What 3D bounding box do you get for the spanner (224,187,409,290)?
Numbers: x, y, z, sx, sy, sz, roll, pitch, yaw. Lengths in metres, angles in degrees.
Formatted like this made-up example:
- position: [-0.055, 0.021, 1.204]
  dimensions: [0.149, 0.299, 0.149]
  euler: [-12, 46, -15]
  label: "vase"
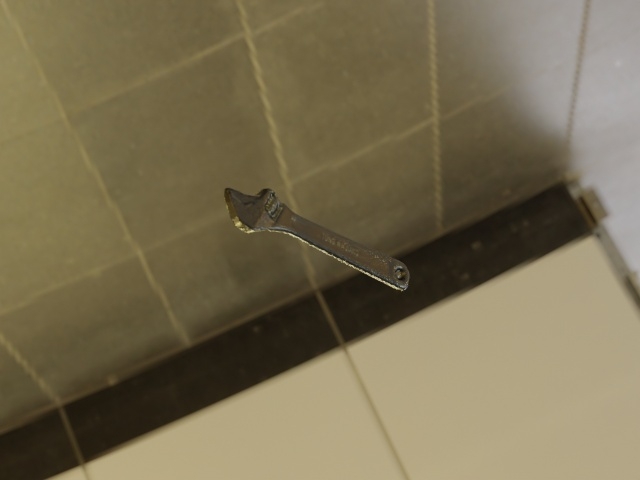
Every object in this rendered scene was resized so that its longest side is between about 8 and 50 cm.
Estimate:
- position: [0.000, 0.000, 1.227]
  dimensions: [0.208, 0.046, 0.012]
  euler: [26, 144, -36]
  label: "spanner"
